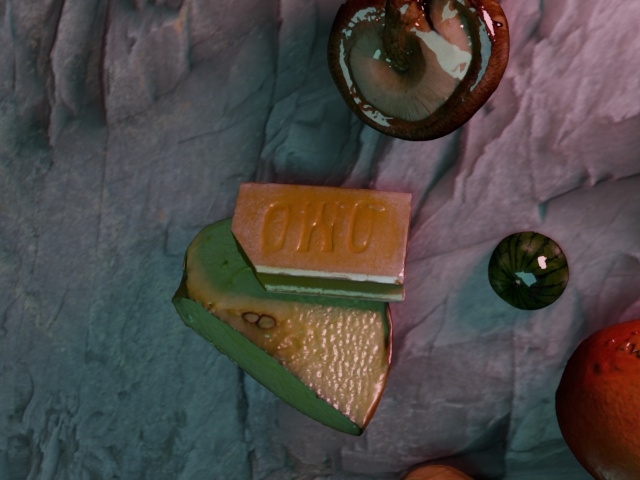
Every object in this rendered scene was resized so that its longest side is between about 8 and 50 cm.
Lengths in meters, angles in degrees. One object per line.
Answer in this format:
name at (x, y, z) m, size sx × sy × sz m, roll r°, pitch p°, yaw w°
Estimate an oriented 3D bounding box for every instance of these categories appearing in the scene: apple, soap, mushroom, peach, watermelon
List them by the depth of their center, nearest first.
peach at (0.421, 0.204, 1.116) m, size 0.281 × 0.238 × 0.281 m, roll 31°, pitch 151°, yaw 19°
mushroom at (0.124, -0.227, 1.141) m, size 0.231 × 0.138 × 0.194 m, roll 6°, pitch 125°, yaw 31°
watermelon at (0.265, 0.044, 1.217) m, size 0.105 × 0.062 × 0.105 m, roll 6°, pitch 106°, yaw 19°
soap at (0.000, 0.000, 1.237) m, size 0.232 × 0.140 × 0.073 m, roll 4°, pitch 147°, yaw 8°
apple at (-0.040, 0.116, 1.291) m, size 0.346 × 0.179 × 0.254 m, roll 34°, pitch 120°, yaw 19°

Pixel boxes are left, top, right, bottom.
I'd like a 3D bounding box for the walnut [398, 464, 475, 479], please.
walnut at (0.186, 0.410, 1.330) m, size 0.206 × 0.159 × 0.159 m, roll 29°, pitch 117°, yaw 8°
